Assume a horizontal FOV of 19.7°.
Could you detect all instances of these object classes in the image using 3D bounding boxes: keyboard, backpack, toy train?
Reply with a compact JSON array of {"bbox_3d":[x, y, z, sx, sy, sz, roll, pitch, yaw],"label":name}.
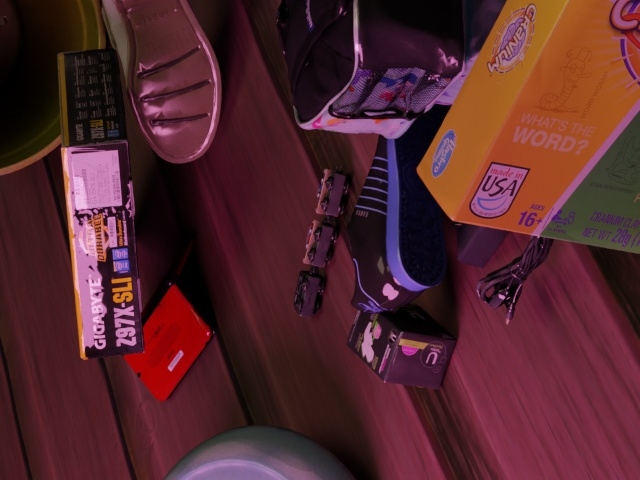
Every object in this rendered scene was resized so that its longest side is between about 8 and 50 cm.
[{"bbox_3d":[0.160,-0.058,1.498,0.317,0.033,0.201,114,155,-63],"label":"keyboard"},{"bbox_3d":[0.059,-0.202,1.556,0.253,0.191,0.225,138,135,-64],"label":"backpack"},{"bbox_3d":[0.000,0.000,1.867,0.036,0.027,0.158,-143,66,-70],"label":"toy train"}]

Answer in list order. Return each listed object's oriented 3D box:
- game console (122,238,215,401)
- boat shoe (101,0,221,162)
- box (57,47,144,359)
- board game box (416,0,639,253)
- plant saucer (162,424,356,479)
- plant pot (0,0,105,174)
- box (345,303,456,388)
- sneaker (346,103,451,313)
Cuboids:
[{"bbox_3d":[-0.166,0.093,2.141,0.124,0.085,0.144,50,131,16],"label":"game console"},{"bbox_3d":[-0.186,-0.241,2.113,0.103,0.113,0.302,-114,10,-68],"label":"boat shoe"},{"bbox_3d":[-0.253,-0.049,2.111,0.322,0.079,0.257,-109,13,-64],"label":"box"},{"bbox_3d":[0.240,-0.140,1.267,0.316,0.242,0.064,-64,34,27],"label":"board game box"},{"bbox_3d":[-0.074,0.334,1.755,0.318,0.044,0.317,-6,79,36],"label":"plant saucer"},{"bbox_3d":[-0.512,-0.282,2.573,0.353,0.367,0.366,-158,79,-72],"label":"plant pot"},{"bbox_3d":[0.073,0.092,1.670,0.083,0.062,0.052,43,119,56],"label":"box"},{"bbox_3d":[0.066,-0.042,1.671,0.090,0.081,0.232,-32,40,43],"label":"sneaker"}]
